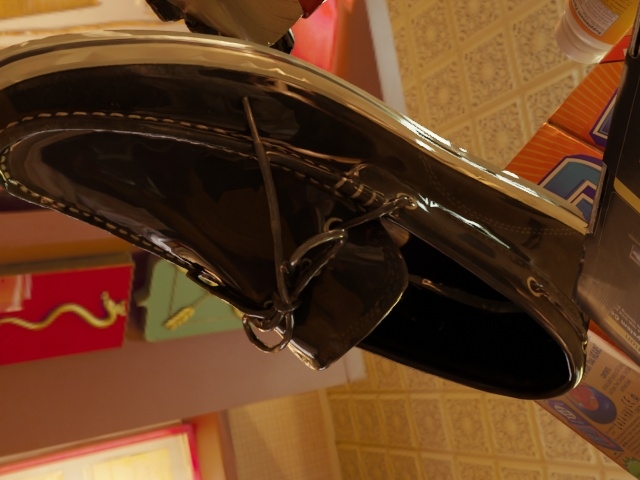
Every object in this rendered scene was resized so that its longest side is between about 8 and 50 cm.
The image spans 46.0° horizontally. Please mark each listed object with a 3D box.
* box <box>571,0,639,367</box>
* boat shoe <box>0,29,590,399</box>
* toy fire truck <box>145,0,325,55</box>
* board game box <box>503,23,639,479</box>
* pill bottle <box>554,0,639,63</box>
[{"bbox_3d":[0.257,0.047,0.229,0.395,0.097,0.318,53,-17,37],"label":"box"},{"bbox_3d":[0.000,0.000,0.536,0.187,0.501,0.155,-44,-146,49],"label":"boat shoe"},{"bbox_3d":[-0.049,-0.295,0.614,0.217,0.246,0.158,39,-10,40],"label":"toy fire truck"},{"bbox_3d":[0.407,0.039,0.932,0.356,0.356,0.356,37,-15,23],"label":"board game box"},{"bbox_3d":[0.461,-0.378,1.151,0.245,0.137,0.136,120,-43,-68],"label":"pill bottle"}]
